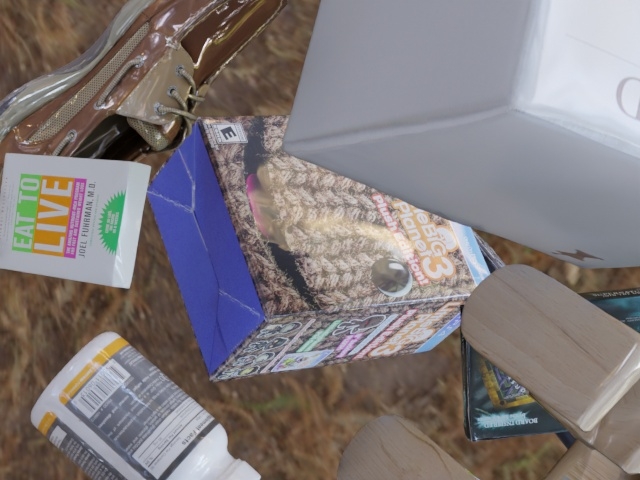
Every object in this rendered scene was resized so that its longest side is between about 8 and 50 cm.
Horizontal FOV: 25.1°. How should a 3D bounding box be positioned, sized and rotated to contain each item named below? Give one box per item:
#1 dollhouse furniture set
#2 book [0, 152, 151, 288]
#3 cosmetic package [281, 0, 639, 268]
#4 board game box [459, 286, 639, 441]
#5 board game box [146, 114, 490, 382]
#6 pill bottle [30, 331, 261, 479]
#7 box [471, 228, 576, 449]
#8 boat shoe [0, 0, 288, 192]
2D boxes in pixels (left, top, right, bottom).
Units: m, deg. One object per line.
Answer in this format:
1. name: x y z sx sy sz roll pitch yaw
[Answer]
1. dollhouse furniture set: 0.119 0.250 1.053 0.394 0.256 0.362 -49 127 -3
2. book: -0.197 -0.017 1.133 0.035 0.144 0.096 13 84 -51
3. cosmetic package: 0.222 -0.211 1.119 0.329 0.327 0.394 19 79 -26
4. board game box: 0.220 0.111 1.296 0.186 0.026 0.126 -5 105 -6
5. board game box: 0.000 0.000 1.506 0.291 0.141 0.232 -5 64 -35
6. pill bottle: -0.222 0.261 1.847 0.278 0.162 0.162 41 91 4
7. box: 0.309 0.155 2.060 0.097 0.318 0.395 -41 75 9
8. boat shoe: -0.155 -0.130 1.291 0.324 0.116 0.123 -38 151 5
